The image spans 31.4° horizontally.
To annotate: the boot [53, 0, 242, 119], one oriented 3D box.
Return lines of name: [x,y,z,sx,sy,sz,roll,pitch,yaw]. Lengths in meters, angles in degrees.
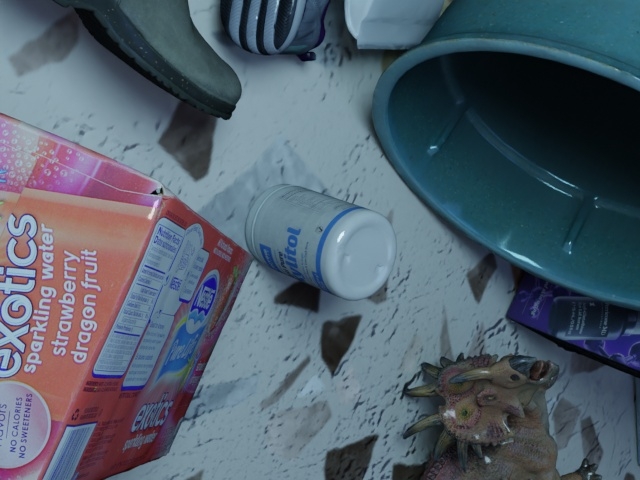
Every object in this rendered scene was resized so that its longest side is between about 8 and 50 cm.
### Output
boot: [-0.094,-0.192,0.718,0.161,0.083,0.246,-53,138,-1]

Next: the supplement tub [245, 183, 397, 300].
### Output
supplement tub: [0.000,0.000,0.873,0.071,0.107,0.071,-14,112,-38]

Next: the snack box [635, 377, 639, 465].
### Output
snack box: [0.416,0.192,1.345,0.100,0.037,0.141,-26,119,-34]

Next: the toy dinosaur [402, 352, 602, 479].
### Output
toy dinosaur: [0.145,0.213,1.068,0.200,0.127,0.296,10,109,-35]

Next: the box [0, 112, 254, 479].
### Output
box: [-0.144,0.034,0.631,0.300,0.142,0.154,53,61,-83]

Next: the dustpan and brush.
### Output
dustpan and brush: [0.068,-0.257,0.873,0.147,0.060,0.211,-17,130,-60]

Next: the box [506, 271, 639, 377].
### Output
box: [0.309,0.051,1.091,0.108,0.207,0.153,27,86,-43]

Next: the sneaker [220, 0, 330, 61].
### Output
sneaker: [-0.012,-0.242,0.824,0.098,0.083,0.224,-1,108,-65]

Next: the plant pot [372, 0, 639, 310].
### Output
plant pot: [0.267,-0.169,0.926,0.341,0.341,0.334,48,62,-39]
